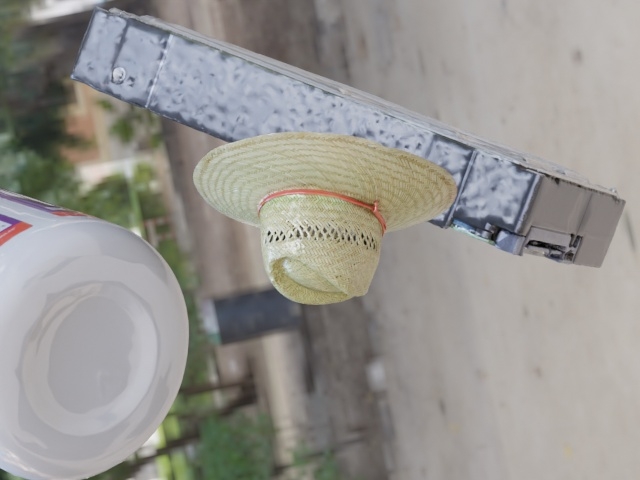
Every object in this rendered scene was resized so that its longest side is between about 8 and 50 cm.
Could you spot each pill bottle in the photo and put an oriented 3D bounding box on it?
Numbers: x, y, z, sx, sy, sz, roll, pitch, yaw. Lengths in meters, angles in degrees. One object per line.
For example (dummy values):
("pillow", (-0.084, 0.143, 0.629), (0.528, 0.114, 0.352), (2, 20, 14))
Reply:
("pill bottle", (-0.250, 0.050, 1.251), (0.323, 0.181, 0.181), (16, 122, 50))

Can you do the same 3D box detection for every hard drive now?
("hard drive", (0.026, -0.071, 1.200), (0.237, 0.339, 0.064), (7, -75, -66))

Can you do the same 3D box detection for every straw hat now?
("straw hat", (0.000, 0.000, 0.889), (0.144, 0.144, 0.061), (91, 180, -69))
